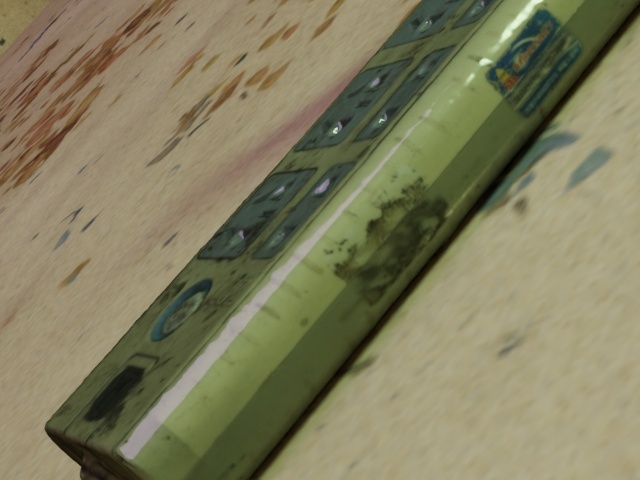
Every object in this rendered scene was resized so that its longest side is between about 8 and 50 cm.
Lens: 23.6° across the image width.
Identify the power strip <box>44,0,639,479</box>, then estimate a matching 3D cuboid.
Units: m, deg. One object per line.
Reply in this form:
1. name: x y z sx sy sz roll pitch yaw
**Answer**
1. power strip: 0.000 0.000 0.448 0.268 0.034 0.092 -49 17 -16
